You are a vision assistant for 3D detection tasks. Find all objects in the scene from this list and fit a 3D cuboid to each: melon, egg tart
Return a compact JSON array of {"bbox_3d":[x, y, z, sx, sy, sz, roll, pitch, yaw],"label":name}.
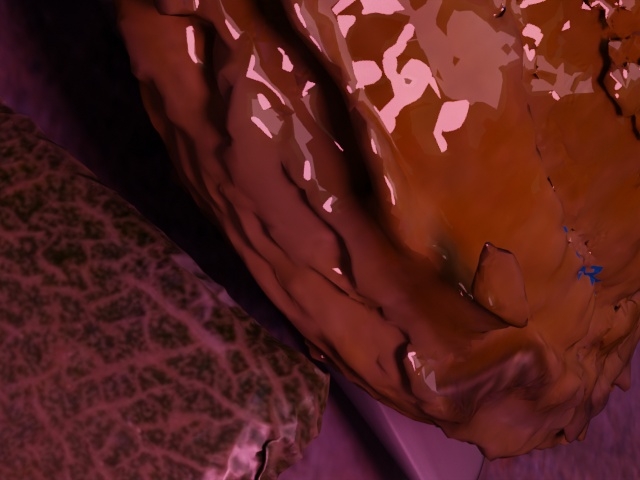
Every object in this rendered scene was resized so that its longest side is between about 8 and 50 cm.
[{"bbox_3d":[-0.064,0.049,0.557,0.093,0.139,0.202,28,56,-73],"label":"melon"},{"bbox_3d":[0.058,-0.113,0.655,0.388,0.169,0.388,48,30,-41],"label":"egg tart"}]

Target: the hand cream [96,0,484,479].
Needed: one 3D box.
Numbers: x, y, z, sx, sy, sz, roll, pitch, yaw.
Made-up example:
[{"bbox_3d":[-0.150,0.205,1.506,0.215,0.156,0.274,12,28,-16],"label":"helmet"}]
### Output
[{"bbox_3d":[0.000,0.000,0.694,0.255,0.048,0.079,57,35,-27],"label":"hand cream"}]
